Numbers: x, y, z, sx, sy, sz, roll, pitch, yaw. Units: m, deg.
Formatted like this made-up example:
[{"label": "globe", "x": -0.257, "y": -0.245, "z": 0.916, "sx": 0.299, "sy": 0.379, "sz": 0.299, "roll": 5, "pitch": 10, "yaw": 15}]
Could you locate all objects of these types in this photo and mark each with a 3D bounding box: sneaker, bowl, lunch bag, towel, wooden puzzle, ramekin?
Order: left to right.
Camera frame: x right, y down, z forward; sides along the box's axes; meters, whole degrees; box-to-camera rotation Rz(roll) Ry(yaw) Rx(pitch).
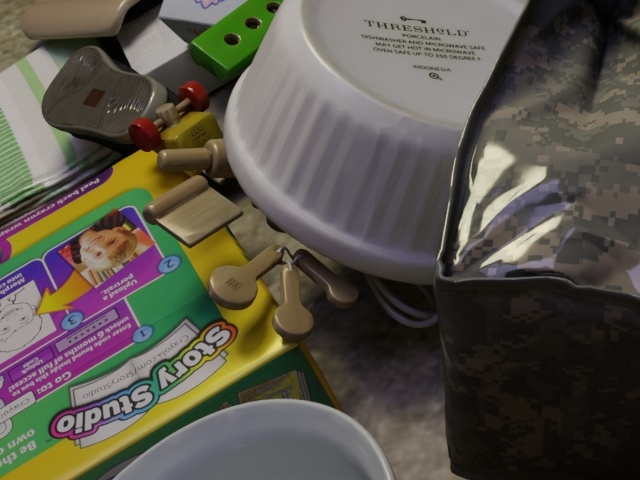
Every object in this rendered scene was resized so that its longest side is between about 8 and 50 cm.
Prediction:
[{"label": "towel", "x": -0.331, "y": -0.079, "z": 1.817, "sx": 0.325, "sy": 0.038, "sz": 0.248, "roll": -32, "pitch": 38, "yaw": -3}, {"label": "sneaker", "x": -0.162, "y": -0.099, "z": 1.685, "sx": 0.083, "sy": 0.118, "sz": 0.222, "roll": -56, "pitch": 33, "yaw": -3}, {"label": "wooden puzzle", "x": -0.166, "y": -0.275, "z": 1.884, "sx": 0.239, "sy": 0.044, "sz": 0.221, "roll": -44, "pitch": 25, "yaw": -22}, {"label": "bowl", "x": -0.044, "y": 0.256, "z": 1.180, "sx": 0.298, "sy": 0.134, "sz": 0.298, "roll": -25, "pitch": 39, "yaw": 22}, {"label": "ramekin", "x": 0.070, "y": -0.102, "z": 1.418, "sx": 0.273, "sy": 0.127, "sz": 0.273, "roll": 11, "pitch": 42, "yaw": -10}, {"label": "lunch bag", "x": 0.170, "y": -0.017, "z": 1.188, "sx": 0.169, "sy": 0.235, "sz": 0.287, "roll": 6, "pitch": 55, "yaw": 11}]

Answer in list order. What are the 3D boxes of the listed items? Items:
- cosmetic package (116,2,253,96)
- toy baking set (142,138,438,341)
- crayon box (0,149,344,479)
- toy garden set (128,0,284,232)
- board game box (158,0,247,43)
[{"label": "cosmetic package", "x": -0.068, "y": -0.213, "z": 1.781, "sx": 0.239, "sy": 0.060, "sz": 0.099, "roll": -29, "pitch": 40, "yaw": 1}, {"label": "toy baking set", "x": -0.004, "y": -0.005, "z": 1.417, "sx": 0.256, "sy": 0.030, "sz": 0.197, "roll": -8, "pitch": 53, "yaw": -28}, {"label": "crayon box", "x": -0.205, "y": 0.115, "z": 1.474, "sx": 0.363, "sy": 0.106, "sz": 0.313, "roll": -31, "pitch": 40, "yaw": -3}, {"label": "toy garden set", "x": -0.013, "y": -0.080, "z": 1.531, "sx": 0.244, "sy": 0.049, "sz": 0.204, "roll": 38, "pitch": 57, "yaw": 18}, {"label": "board game box", "x": 0.049, "y": -0.307, "z": 1.663, "sx": 0.319, "sy": 0.066, "sz": 0.318, "roll": 11, "pitch": 78, "yaw": 26}]
